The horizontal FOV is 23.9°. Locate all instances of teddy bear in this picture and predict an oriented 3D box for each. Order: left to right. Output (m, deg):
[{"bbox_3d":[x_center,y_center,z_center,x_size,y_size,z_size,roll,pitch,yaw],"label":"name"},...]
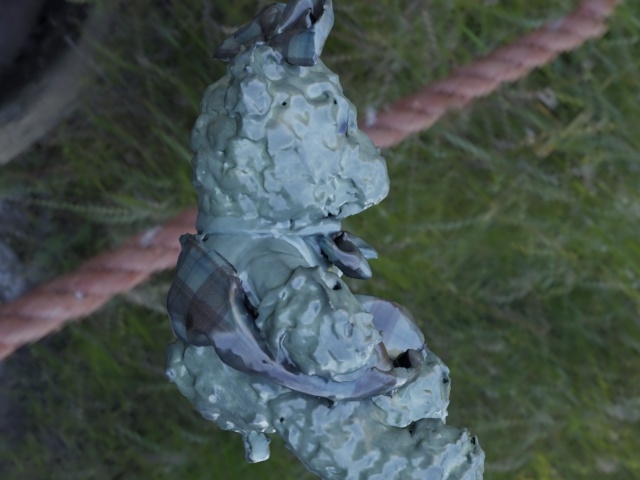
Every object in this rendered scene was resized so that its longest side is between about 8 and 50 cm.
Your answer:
[{"bbox_3d":[-0.017,0.013,0.599,0.111,0.213,0.133,-20,-171,-3],"label":"teddy bear"}]
